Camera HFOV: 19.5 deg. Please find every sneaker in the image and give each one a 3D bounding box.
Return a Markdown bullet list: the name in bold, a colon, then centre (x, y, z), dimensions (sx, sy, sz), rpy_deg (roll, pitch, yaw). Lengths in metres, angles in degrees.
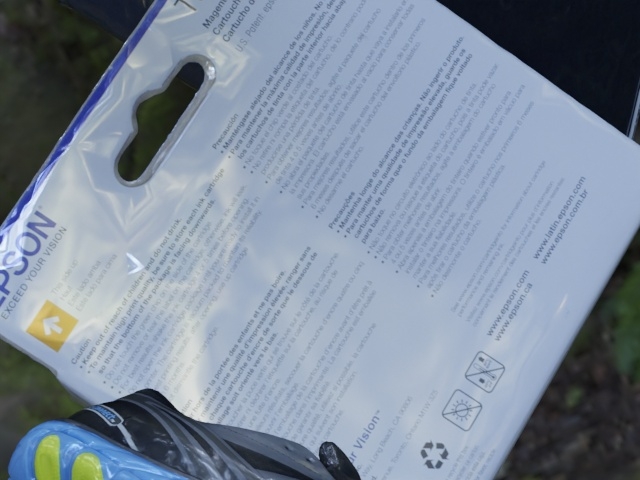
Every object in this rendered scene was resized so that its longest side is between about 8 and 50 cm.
- **sneaker**: centre (0.007, 0.090, 0.495), dimensions (0.188, 0.067, 0.078), rpy_deg (27, 32, 18)

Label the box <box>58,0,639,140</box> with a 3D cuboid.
- **box**: centre (0.038, -0.346, 1.410), dimensions (0.297, 0.479, 0.472), rpy_deg (3, 17, -27)

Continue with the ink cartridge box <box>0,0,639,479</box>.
- **ink cartridge box**: centre (0.000, 0.000, 1.135), dimensions (0.324, 0.330, 0.071), rpy_deg (-57, 7, -14)
